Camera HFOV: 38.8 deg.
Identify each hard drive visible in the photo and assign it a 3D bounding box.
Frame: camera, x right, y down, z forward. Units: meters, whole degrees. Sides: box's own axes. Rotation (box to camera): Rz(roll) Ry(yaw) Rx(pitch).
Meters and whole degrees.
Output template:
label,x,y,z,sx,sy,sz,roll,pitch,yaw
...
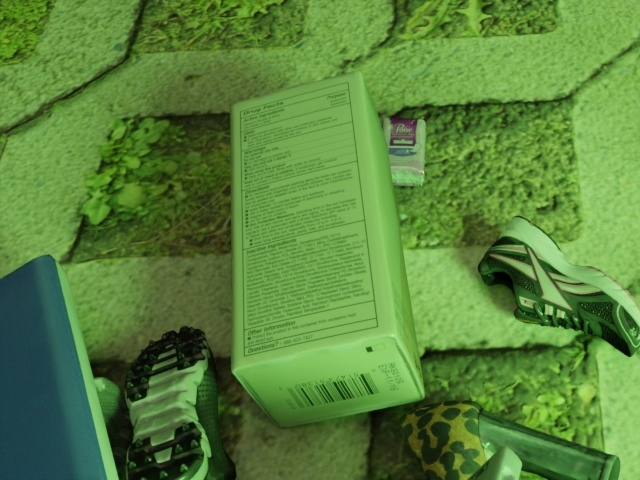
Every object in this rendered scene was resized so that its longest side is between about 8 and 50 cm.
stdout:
label,x,y,z,sx,sy,sz,roll,pitch,yaw
hard drive,-0.277,0.160,0.725,0.210,0.040,0.319,-32,39,-2

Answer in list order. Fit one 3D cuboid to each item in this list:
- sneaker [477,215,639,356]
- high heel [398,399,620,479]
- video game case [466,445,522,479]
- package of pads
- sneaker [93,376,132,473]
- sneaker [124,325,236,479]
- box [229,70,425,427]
label,x,y,z,sx,sy,sz,roll,pitch,yaw
sneaker,0.222,0.058,0.858,0.077,0.072,0.178,-41,52,-11
high heel,0.103,0.254,0.712,0.186,0.093,0.261,13,60,34
video game case,0.053,0.233,0.607,0.023,0.183,0.201,45,103,10
package of pads,0.090,-0.097,0.997,0.050,0.032,0.083,4,53,4
sneaker,-0.251,0.243,0.737,0.115,0.105,0.281,-4,46,29
sneaker,-0.118,0.167,0.782,0.078,0.106,0.234,-18,27,1
box,0.000,0.000,0.855,0.147,0.121,0.311,-13,52,13
